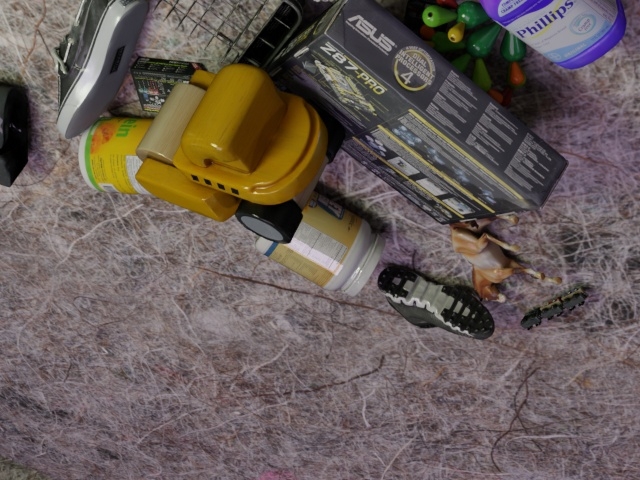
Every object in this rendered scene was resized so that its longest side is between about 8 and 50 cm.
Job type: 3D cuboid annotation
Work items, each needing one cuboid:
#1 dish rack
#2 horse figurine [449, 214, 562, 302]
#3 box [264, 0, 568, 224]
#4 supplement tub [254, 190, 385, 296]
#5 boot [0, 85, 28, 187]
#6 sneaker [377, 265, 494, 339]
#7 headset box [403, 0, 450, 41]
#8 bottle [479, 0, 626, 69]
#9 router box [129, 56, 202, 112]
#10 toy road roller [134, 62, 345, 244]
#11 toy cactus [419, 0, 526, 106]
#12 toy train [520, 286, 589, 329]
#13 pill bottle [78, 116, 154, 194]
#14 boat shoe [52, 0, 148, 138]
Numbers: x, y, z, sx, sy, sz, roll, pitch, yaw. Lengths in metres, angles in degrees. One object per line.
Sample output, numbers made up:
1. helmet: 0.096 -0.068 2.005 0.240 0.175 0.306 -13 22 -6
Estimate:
1. dish rack: -0.169 -0.376 1.562 0.271 0.074 0.208 34 138 -12
2. horse figurine: 0.292 0.020 1.770 0.174 0.066 0.263 5 148 47
3. box: 0.122 -0.177 1.530 0.395 0.097 0.318 36 167 -13
4. supplement tub: 0.000 0.000 1.839 0.199 0.144 0.144 30 140 -8
5. boot: -0.762 -0.294 1.878 0.445 0.146 0.367 20 148 9
6. sneaker: 0.217 0.128 1.920 0.234 0.078 0.106 24 156 21
7. headset box: 0.152 -0.312 1.510 0.062 0.032 0.083 17 141 8
8. bottle: 0.264 -0.323 1.313 0.283 0.092 0.118 26 139 -33
9. router box: -0.254 -0.259 1.758 0.122 0.038 0.092 9 138 17
10. toy road roller: -0.142 -0.159 1.529 0.329 0.202 0.240 20 163 28
11. toy cactus: 0.237 -0.292 1.440 0.219 0.112 0.180 33 111 -29
12. toy train: 0.420 0.120 1.855 0.027 0.036 0.158 44 138 -10
13. pill bottle: -0.287 -0.147 1.821 0.245 0.136 0.136 4 137 21
14. boat shoe: -0.386 -0.303 1.706 0.105 0.113 0.306 41 133 9
